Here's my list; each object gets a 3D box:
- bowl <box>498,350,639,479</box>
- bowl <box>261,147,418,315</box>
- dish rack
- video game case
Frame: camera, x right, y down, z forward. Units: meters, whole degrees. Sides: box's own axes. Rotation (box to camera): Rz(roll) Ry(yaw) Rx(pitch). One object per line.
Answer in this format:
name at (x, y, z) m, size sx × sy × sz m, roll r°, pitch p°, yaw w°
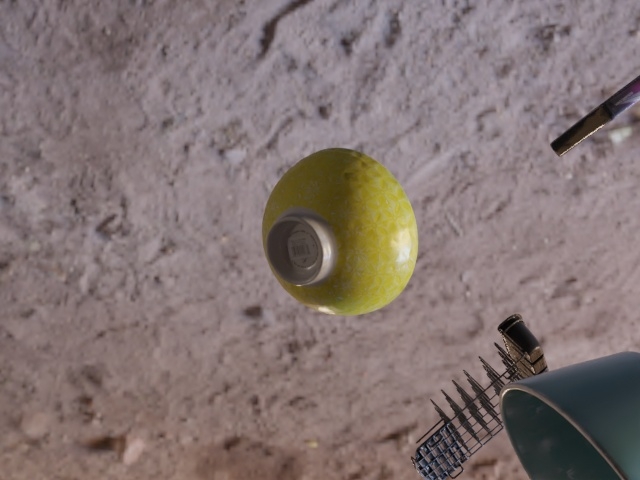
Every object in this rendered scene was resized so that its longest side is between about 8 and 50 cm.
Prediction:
bowl at (0.354, 0.246, 1.247) m, size 0.163 × 0.311 × 0.311 m, roll -32°, pitch 145°, yaw -13°
bowl at (0.000, 0.000, 1.886) m, size 0.289 × 0.289 × 0.156 m, roll -32°, pitch 173°, yaw 37°
dish rack at (0.242, 0.256, 1.752) m, size 0.271 × 0.074 × 0.208 m, roll -41°, pitch 147°, yaw -5°
video game case at (0.403, -0.202, 1.316) m, size 0.274 × 0.026 × 0.196 m, roll -35°, pitch 176°, yaw -9°
